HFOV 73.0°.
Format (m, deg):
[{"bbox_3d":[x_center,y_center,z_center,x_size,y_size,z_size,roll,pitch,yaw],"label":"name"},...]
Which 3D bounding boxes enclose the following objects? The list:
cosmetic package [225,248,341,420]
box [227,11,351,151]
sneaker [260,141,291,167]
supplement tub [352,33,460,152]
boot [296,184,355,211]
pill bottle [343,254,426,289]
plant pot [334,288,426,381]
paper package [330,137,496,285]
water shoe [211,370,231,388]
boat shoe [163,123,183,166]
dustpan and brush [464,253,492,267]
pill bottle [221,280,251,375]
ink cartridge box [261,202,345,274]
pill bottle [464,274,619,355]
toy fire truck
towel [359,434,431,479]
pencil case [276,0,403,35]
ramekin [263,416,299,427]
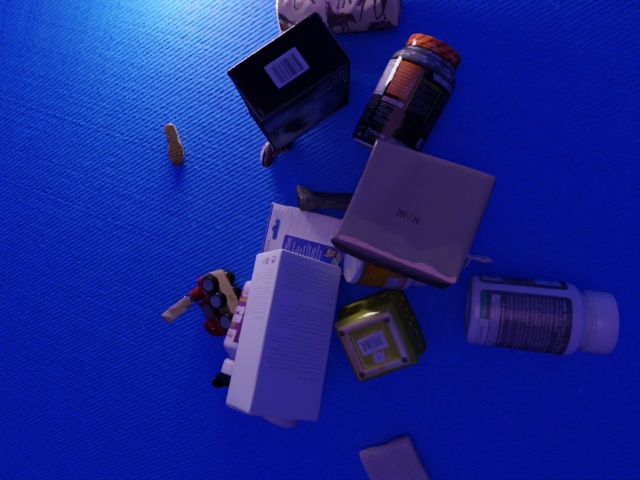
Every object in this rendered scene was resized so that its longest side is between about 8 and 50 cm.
[{"bbox_3d":[-0.101,0.275,1.280,0.162,0.230,0.452,-13,62,54],"label":"cosmetic package"},{"bbox_3d":[-0.076,-0.448,1.284,0.297,0.294,0.182,-34,86,0],"label":"box"},{"bbox_3d":[-0.139,-0.314,1.455,0.075,0.063,0.170,33,96,17],"label":"sneaker"},{"bbox_3d":[0.255,-0.405,1.273,0.207,0.207,0.337,30,100,11],"label":"supplement tub"},{"bbox_3d":[0.032,-0.137,1.402,0.209,0.189,0.075,-7,116,-7],"label":"boot"},{"bbox_3d":[0.206,0.077,1.314,0.246,0.136,0.136,8,96,-15],"label":"pill bottle"},{"bbox_3d":[0.178,0.293,1.335,0.229,0.207,0.226,-24,88,16],"label":"plant pot"},{"bbox_3d":[0.240,-0.065,1.140,0.325,0.168,0.309,22,83,13],"label":"paper package"},{"bbox_3d":[-0.288,0.484,1.533,0.203,0.080,0.072,-21,88,15],"label":"water shoe"},{"bbox_3d":[-0.531,-0.344,1.572,0.056,0.048,0.152,-16,96,-8],"label":"boat shoe"},{"bbox_3d":[0.423,0.049,1.319,0.212,0.147,0.060,17,138,-16],"label":"dustpan and brush"},{"bbox_3d":[-0.214,0.296,1.408,0.170,0.169,0.301,13,72,14],"label":"pill bottle"},{"bbox_3d":[0.000,0.000,1.438,0.372,0.069,0.175,15,98,11],"label":"ink cartridge box"},{"bbox_3d":[0.604,0.211,1.219,0.362,0.204,0.203,5,94,15],"label":"pill bottle"},{"bbox_3d":[-0.408,0.247,1.528,0.247,0.159,0.216,-28,86,27],"label":"toy fire truck"},{"bbox_3d":[0.270,0.795,1.423,0.187,0.049,0.281,-26,85,13],"label":"towel"},{"bbox_3d":[0.061,-0.733,1.329,0.411,0.160,0.183,3,109,15],"label":"pencil case"},{"bbox_3d":[-0.135,0.508,1.437,0.207,0.207,0.108,33,91,11],"label":"ramekin"}]
